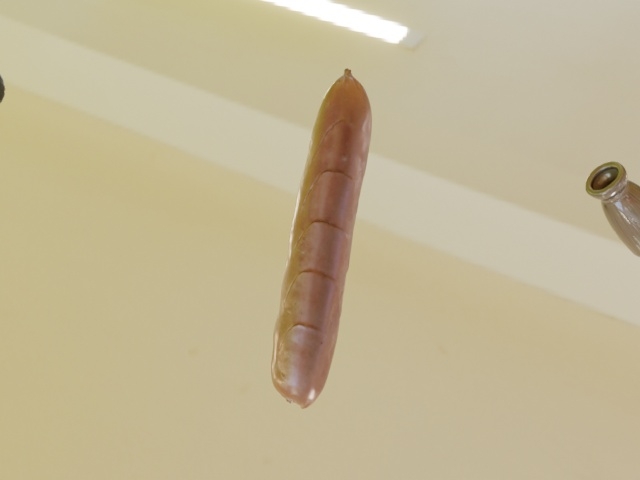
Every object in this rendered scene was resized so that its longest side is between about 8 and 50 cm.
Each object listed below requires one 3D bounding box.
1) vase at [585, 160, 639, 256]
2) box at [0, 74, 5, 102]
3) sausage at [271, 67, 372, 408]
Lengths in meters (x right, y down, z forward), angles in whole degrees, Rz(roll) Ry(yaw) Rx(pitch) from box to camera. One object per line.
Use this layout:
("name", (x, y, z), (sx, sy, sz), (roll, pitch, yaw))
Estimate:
("vase", (0.305, -0.031, 1.124), (0.100, 0.053, 0.053), (43, -153, -28))
("box", (-0.417, -0.185, 1.117), (0.042, 0.201, 0.212), (-18, -158, 31))
("sausage", (0.001, 0.000, 1.415), (0.088, 0.433, 0.088), (9, -176, -1))
